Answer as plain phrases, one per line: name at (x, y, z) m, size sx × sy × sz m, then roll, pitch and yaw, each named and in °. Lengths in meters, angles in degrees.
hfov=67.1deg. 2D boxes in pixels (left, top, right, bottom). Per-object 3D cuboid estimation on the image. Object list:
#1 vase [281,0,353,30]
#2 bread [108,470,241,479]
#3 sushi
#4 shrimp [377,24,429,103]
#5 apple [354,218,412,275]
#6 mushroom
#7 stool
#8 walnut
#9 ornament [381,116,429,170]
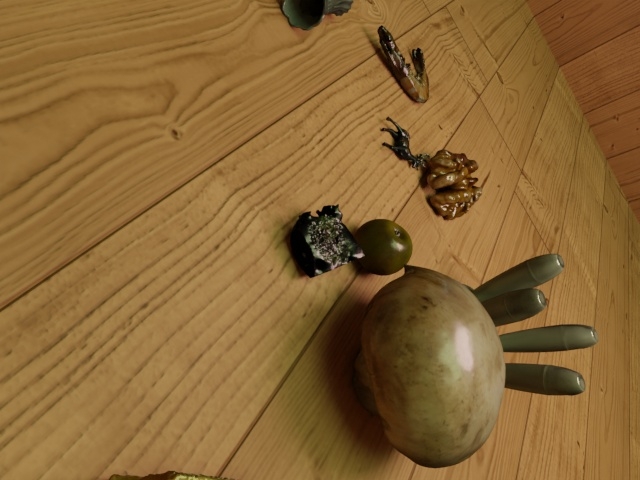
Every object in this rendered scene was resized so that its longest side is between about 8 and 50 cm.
vase at (0.004, -0.410, 0.822) m, size 0.081 × 0.081 × 0.148 m, roll 57°, pitch 38°, yaw -11°
bread at (-0.091, 0.235, 0.410) m, size 0.187 × 0.103 × 0.065 m, roll 26°, pitch 53°, yaw -31°
sushi at (0.000, 0.000, 0.649) m, size 0.083 × 0.056 × 0.084 m, roll -22°, pitch 90°, yaw -41°
shrimp at (0.183, -0.389, 1.023) m, size 0.195 × 0.035 × 0.147 m, roll 48°, pitch 47°, yaw -30°
apple at (0.093, 0.008, 0.726) m, size 0.090 × 0.074 × 0.089 m, roll 27°, pitch 36°, yaw -22°
mushroom at (0.139, 0.153, 0.625) m, size 0.255 × 0.184 × 0.254 m, roll 24°, pitch 53°, yaw -37°
stool at (0.324, 0.145, 0.815) m, size 0.195 × 0.199 × 0.195 m, roll -32°, pitch 96°, yaw -50°
walnut at (0.278, -0.117, 0.974) m, size 0.170 × 0.069 × 0.142 m, roll -23°, pitch 103°, yaw -48°
ornament at (0.166, -0.179, 0.921) m, size 0.125 × 0.028 × 0.073 m, roll 19°, pitch 60°, yaw -38°
